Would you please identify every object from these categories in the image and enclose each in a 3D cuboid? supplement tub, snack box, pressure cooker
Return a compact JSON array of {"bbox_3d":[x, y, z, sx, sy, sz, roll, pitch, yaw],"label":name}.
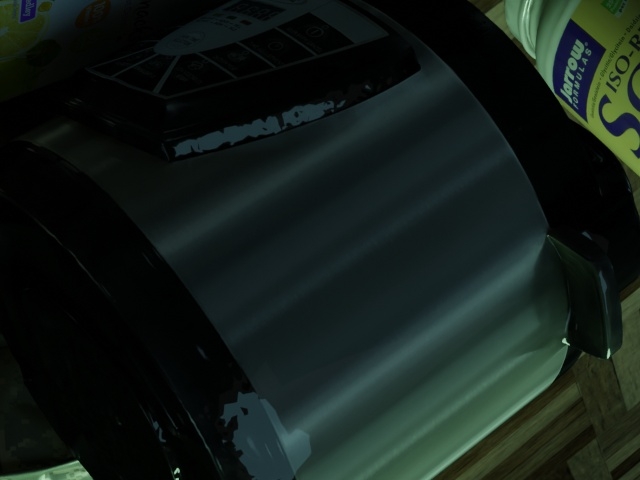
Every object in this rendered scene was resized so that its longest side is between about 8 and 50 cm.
[{"bbox_3d":[0.354,-0.172,1.322,0.241,0.331,0.241,-28,146,-21],"label":"supplement tub"},{"bbox_3d":[-0.159,-0.186,0.963,0.207,0.070,0.174,-26,164,-24],"label":"snack box"},{"bbox_3d":[0.000,0.004,1.040,0.420,0.370,0.375,-33,171,-24],"label":"pressure cooker"}]

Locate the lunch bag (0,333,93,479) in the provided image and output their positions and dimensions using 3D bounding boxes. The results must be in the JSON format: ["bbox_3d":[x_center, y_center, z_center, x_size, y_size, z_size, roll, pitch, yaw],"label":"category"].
[{"bbox_3d":[-0.204,0.199,1.260,0.287,0.169,0.235,-7,143,-2],"label":"lunch bag"}]
